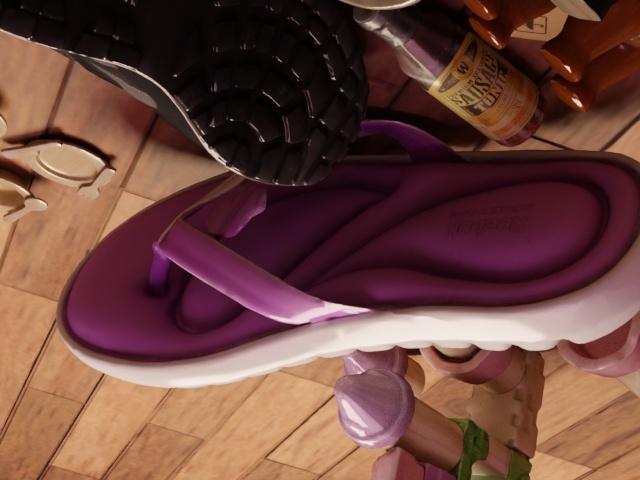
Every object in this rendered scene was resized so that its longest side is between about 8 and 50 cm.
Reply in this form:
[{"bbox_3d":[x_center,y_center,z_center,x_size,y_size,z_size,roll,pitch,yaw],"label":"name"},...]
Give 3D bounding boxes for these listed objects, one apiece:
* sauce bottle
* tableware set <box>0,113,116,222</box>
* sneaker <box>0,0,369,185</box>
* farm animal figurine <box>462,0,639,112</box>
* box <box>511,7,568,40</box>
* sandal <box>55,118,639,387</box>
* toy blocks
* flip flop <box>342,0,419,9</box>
[{"bbox_3d":[0.070,-0.096,0.881,0.128,0.042,0.042,30,150,-35],"label":"sauce bottle"},{"bbox_3d":[-0.233,-0.061,1.124,0.168,0.020,0.141,31,149,-33],"label":"tableware set"},{"bbox_3d":[-0.094,-0.127,0.864,0.283,0.107,0.124,30,180,-40],"label":"sneaker"},{"bbox_3d":[0.094,-0.181,0.517,0.330,0.172,0.327,44,178,-38],"label":"farm animal figurine"},{"bbox_3d":[0.167,-0.148,0.751,0.164,0.021,0.201,8,154,10],"label":"box"},{"bbox_3d":[0.004,-0.012,0.966,0.416,0.169,0.102,-8,136,30],"label":"sandal"},{"bbox_3d":[0.060,0.159,1.130,0.309,0.289,0.260,-2,157,33],"label":"toy blocks"},{"bbox_3d":[-0.055,-0.177,0.729,0.112,0.080,0.277,-12,146,42],"label":"flip flop"}]
